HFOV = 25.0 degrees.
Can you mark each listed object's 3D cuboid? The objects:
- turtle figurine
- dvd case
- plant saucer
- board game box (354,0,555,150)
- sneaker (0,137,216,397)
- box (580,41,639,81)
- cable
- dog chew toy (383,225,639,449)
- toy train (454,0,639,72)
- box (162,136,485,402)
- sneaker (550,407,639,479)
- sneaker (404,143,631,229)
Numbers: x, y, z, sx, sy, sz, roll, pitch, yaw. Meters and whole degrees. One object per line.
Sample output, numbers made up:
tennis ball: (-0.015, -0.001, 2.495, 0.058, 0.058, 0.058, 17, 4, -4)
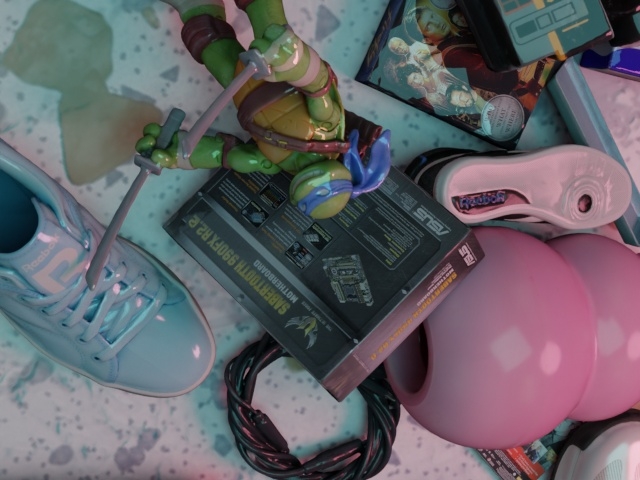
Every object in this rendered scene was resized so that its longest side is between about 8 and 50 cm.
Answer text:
turtle figurine: (-0.088, -0.138, 1.181, 0.275, 0.198, 0.266, -14, 67, -12)
dvd case: (0.215, 0.189, 1.456, 0.119, 0.013, 0.087, -43, 106, -4)
plant saucer: (0.271, -0.086, 1.407, 0.018, 0.067, 0.192, -19, 108, 31)
board game box: (0.156, -0.227, 1.359, 0.165, 0.042, 0.243, 23, 92, -17)
sneaker: (-0.234, 0.026, 1.240, 0.366, 0.150, 0.135, 38, 89, -17)
box: (0.334, -0.218, 1.392, 0.126, 0.072, 0.137, 11, 96, -16)
cable: (-0.013, 0.162, 1.380, 0.184, 0.047, 0.150, 21, 98, -19)
dog chew toy: (0.228, 0.082, 1.353, 0.332, 0.206, 0.206, -5, 100, -22)
toy train: (0.180, -0.306, 1.263, 0.190, 0.142, 0.334, -25, 101, 2)
box: (0.000, 0.000, 1.271, 0.183, 0.231, 0.056, -46, 149, -4)
sneaker: (0.357, 0.396, 1.398, 0.169, 0.257, 0.447, -12, 101, -12)
sneaker: (0.175, -0.058, 1.357, 0.217, 0.121, 0.079, 1, 99, -28)
